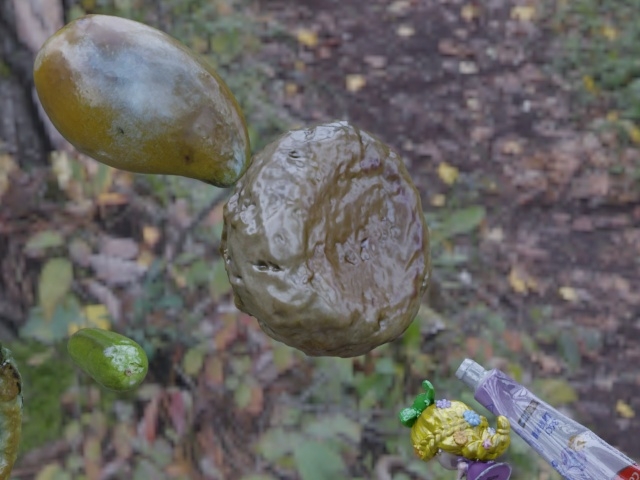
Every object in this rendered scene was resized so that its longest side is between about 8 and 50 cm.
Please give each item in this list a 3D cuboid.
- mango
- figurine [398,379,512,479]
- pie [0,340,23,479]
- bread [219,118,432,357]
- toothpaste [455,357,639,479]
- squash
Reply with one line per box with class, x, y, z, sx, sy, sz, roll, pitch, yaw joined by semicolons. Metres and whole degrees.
mango;-0.226;-0.178;1.955;0.316;0.193;0.146;28;-11;-14
figurine;0.167;0.226;1.787;0.095;0.115;0.156;6;33;-43
pie;-0.388;0.210;1.427;0.067;0.302;0.302;23;32;22
bread;0.000;0.000;1.395;0.123;0.230;0.230;-8;13;46
toothpaste;0.300;0.252;1.896;0.301;0.048;0.075;37;71;10
squash;-0.266;0.143;1.821;0.066;0.066;0.201;-14;11;-26
